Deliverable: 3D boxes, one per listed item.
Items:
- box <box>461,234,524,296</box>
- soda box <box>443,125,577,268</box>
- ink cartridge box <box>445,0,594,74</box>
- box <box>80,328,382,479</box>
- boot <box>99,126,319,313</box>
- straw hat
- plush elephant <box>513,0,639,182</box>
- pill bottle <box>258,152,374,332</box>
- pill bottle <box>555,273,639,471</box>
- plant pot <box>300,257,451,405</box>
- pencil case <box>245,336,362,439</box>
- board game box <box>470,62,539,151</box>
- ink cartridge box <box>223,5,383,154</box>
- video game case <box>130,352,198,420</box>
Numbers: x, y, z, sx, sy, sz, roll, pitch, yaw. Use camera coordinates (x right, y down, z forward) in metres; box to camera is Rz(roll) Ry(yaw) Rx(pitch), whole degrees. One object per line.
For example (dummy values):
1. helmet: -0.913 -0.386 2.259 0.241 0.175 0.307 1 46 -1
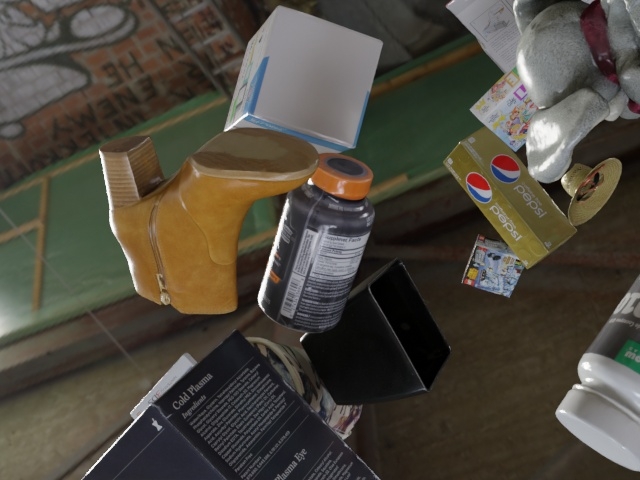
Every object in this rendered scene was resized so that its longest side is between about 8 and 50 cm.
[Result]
1. box: 0.315 0.047 1.569 0.094 0.137 0.027 16 -122 6
2. soda box: 0.244 -0.057 1.121 0.058 0.181 0.061 -33 169 -25
3. ink cartridge box: 0.339 -0.368 1.198 0.296 0.261 0.066 -35 -127 21
4. box: -0.130 0.349 1.176 0.343 0.312 0.179 -46 178 42
5. boot: -0.112 -0.011 0.972 0.295 0.211 0.104 4 -149 31
6. straw hat: 0.454 -0.101 1.504 0.144 0.144 0.061 -40 -124 -13
7. plush elephant: 0.311 -0.182 0.841 0.255 0.330 0.271 -20 -122 58
8. pill bottle: 0.000 0.000 1.243 0.131 0.245 0.130 14 -154 -7
9. pill bottle: 0.586 0.208 1.522 0.361 0.204 0.204 -52 -142 -11
10. plant pot: 0.082 0.164 1.410 0.167 0.188 0.187 -30 -178 24
11. pencil case: -0.047 0.279 1.515 0.160 0.410 0.183 -23 -108 12
12. board game box: 0.263 -0.185 1.039 0.154 0.103 0.026 -45 -126 16
13. ink cartridge box: -0.040 -0.272 1.577 0.270 0.197 0.198 178 -73 -75
14. video game case: -0.252 0.353 1.706 0.183 0.201 0.023 -48 172 17
